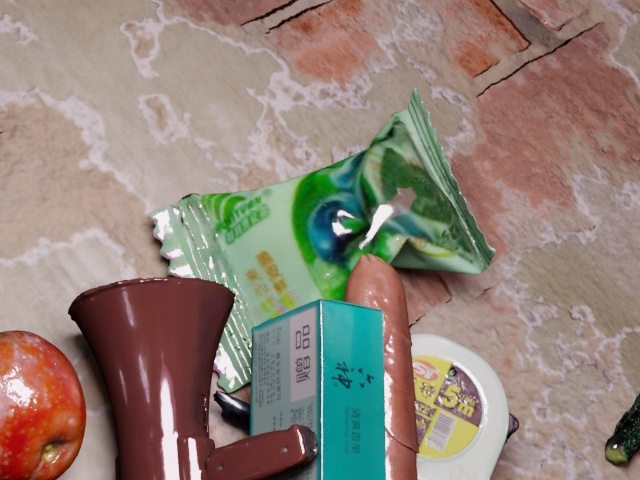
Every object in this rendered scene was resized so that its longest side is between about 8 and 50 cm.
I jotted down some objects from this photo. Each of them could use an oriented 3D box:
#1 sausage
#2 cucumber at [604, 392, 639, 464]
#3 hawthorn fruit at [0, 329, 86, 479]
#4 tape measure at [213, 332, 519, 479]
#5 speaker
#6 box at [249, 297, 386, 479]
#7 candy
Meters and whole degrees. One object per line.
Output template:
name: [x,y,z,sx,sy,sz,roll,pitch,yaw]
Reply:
sausage: [0.068,0.221,1.421,0.088,0.088,0.433,6,69,-17]
cucumber: [0.460,0.210,1.699,0.044,0.043,0.257,42,55,0]
hawthorn fruit: [-0.336,0.186,1.344,0.173,0.173,0.173,9,59,-15]
tape measure: [0.063,0.199,1.525,0.351,0.098,0.215,26,65,2]
speaker: [-0.132,0.204,1.384,0.259,0.198,0.329,-16,69,3]
box: [-0.005,0.202,1.377,0.092,0.153,0.245,12,68,-33]
candy: [0.000,-0.002,1.584,0.398,0.172,0.263,-23,67,-17]
